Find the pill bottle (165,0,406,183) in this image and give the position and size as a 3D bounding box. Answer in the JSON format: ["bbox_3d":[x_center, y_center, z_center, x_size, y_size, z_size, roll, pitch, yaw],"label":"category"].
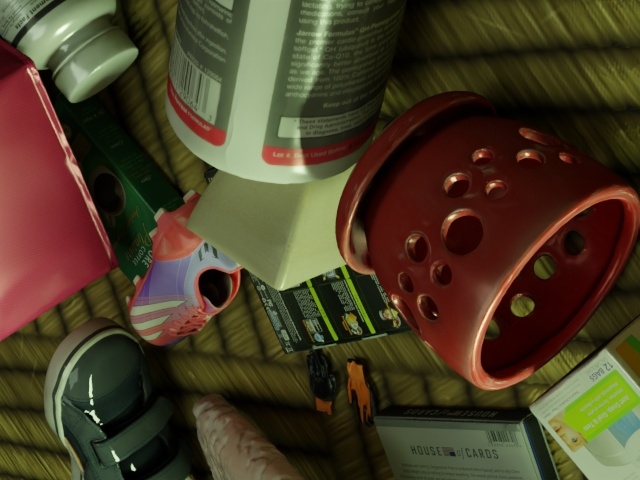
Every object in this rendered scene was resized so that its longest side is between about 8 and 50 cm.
[{"bbox_3d":[-0.016,-0.215,1.403,0.176,0.176,0.318,34,135,24],"label":"pill bottle"}]

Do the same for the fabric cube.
[{"bbox_3d":[-0.393,-0.048,1.732,0.259,0.258,0.254,32,150,47],"label":"fabric cube"}]

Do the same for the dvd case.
[{"bbox_3d":[0.155,0.260,1.652,0.179,0.029,0.239,-4,112,45],"label":"dvd case"}]

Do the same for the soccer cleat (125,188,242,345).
[{"bbox_3d":[-0.122,0.049,1.716,0.095,0.083,0.248,49,151,18],"label":"soccer cleat"}]

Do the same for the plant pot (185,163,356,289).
[{"bbox_3d":[-0.029,-0.037,1.526,0.109,0.109,0.096,34,122,25],"label":"plant pot"}]

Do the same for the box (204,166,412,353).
[{"bbox_3d":[0.000,0.000,1.626,0.184,0.045,0.191,-16,102,45],"label":"box"}]

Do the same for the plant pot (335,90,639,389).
[{"bbox_3d":[0.123,-0.011,1.398,0.174,0.191,0.191,42,138,28],"label":"plant pot"}]

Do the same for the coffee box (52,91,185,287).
[{"bbox_3d":[-0.205,-0.052,1.791,0.184,0.040,0.113,48,140,10],"label":"coffee box"}]

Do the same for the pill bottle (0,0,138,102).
[{"bbox_3d":[-0.256,-0.226,1.680,0.193,0.108,0.108,52,139,4],"label":"pill bottle"}]

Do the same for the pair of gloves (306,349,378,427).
[{"bbox_3d":[0.020,0.138,1.718,0.083,0.010,0.074,14,125,41],"label":"pair of gloves"}]

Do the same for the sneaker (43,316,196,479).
[{"bbox_3d":[-0.195,0.220,1.895,0.127,0.126,0.321,33,145,31],"label":"sneaker"}]

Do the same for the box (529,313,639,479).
[{"bbox_3d":[0.281,0.160,1.409,0.203,0.103,0.114,51,139,7],"label":"box"}]

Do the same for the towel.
[{"bbox_3d":[-0.019,0.329,1.737,0.332,0.053,0.317,31,141,65],"label":"towel"}]
